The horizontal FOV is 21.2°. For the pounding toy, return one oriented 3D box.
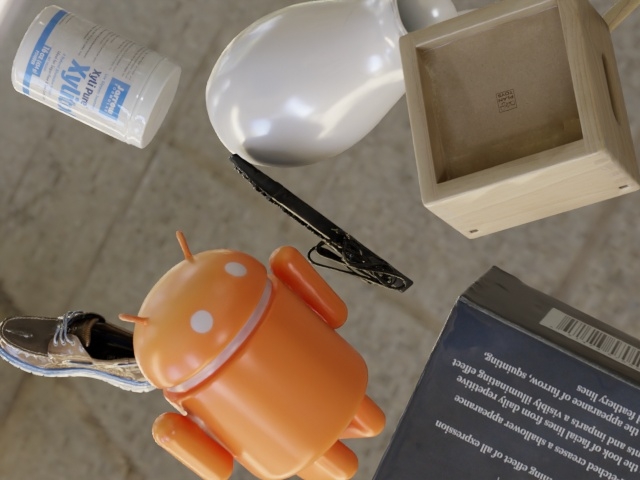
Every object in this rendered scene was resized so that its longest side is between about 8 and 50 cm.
[{"bbox_3d":[0.129,-0.087,1.012,0.130,0.100,0.141,-17,66,23],"label":"pounding toy"}]

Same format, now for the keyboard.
[{"bbox_3d":[0.000,0.000,1.392,0.038,0.192,0.100,-55,43,0],"label":"keyboard"}]

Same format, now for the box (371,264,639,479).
[{"bbox_3d":[0.203,0.273,1.701,0.395,0.293,0.212,-65,-11,13],"label":"box"}]

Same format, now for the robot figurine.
[{"bbox_3d":[-0.053,0.096,1.299,0.158,0.219,0.128,-42,19,12],"label":"robot figurine"}]

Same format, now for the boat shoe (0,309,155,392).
[{"bbox_3d":[-0.249,0.103,1.783,0.066,0.183,0.066,106,174,-52],"label":"boat shoe"}]

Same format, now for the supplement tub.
[{"bbox_3d":[-0.163,-0.119,1.245,0.071,0.107,0.071,25,-90,-86],"label":"supplement tub"}]

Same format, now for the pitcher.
[{"bbox_3d":[0.026,-0.138,1.381,0.207,0.177,0.125,-24,81,32],"label":"pitcher"}]
